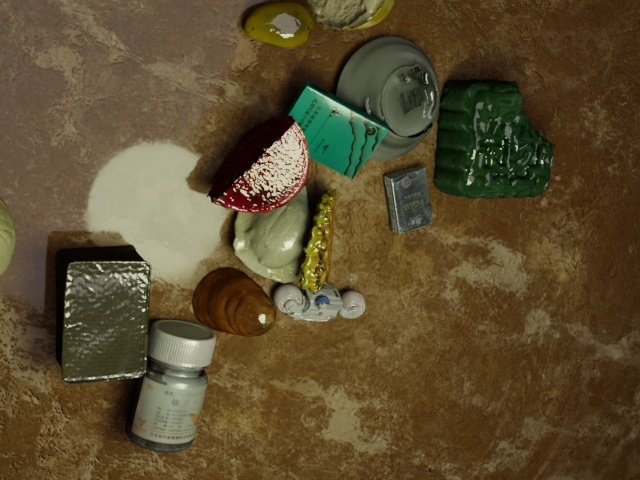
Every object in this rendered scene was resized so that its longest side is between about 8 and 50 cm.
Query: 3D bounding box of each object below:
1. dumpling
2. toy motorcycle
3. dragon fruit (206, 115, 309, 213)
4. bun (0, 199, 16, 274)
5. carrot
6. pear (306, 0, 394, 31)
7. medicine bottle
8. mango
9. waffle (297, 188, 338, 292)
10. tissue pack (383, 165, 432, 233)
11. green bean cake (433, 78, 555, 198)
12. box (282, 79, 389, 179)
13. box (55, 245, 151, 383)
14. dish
[{"bbox_3d":[-0.114,-0.030,1.875,0.180,0.131,0.251,10,90,-5],"label":"dumpling"},{"bbox_3d":[-0.006,0.163,2.000,0.254,0.112,0.112,8,99,-28],"label":"toy motorcycle"},{"bbox_3d":[-0.130,-0.158,1.792,0.262,0.163,0.189,-40,90,5],"label":"dragon fruit"},{"bbox_3d":[-0.725,-0.002,1.554,0.244,0.153,0.243,-5,104,-21],"label":"bun"},{"bbox_3d":[-0.180,0.165,1.835,0.159,0.225,0.159,-9,108,-30],"label":"carrot"},{"bbox_3d":[0.098,-0.599,1.806,0.178,0.267,0.266,-7,109,-57],"label":"pear"},{"bbox_3d":[-0.343,0.332,1.824,0.165,0.165,0.273,11,100,-29],"label":"medicine bottle"},{"bbox_3d":[-0.094,-0.487,1.788,0.161,0.076,0.103,-5,112,-17],"label":"mango"},{"bbox_3d":[0.000,0.000,1.893,0.059,0.243,0.237,8,110,7],"label":"waffle"},{"bbox_3d":[0.229,-0.106,2.062,0.112,0.051,0.156,-18,110,-23],"label":"tissue pack"},{"bbox_3d":[0.463,-0.265,2.074,0.300,0.169,0.307,-5,104,-26],"label":"green bean cake"},{"bbox_3d":[0.023,-0.257,1.865,0.226,0.042,0.161,25,122,-19],"label":"box"},{"bbox_3d":[-0.478,0.156,1.723,0.184,0.143,0.273,-2,105,-27],"label":"box"},{"bbox_3d":[0.191,-0.341,1.941,0.317,0.106,0.316,-8,106,-29],"label":"dish"}]
